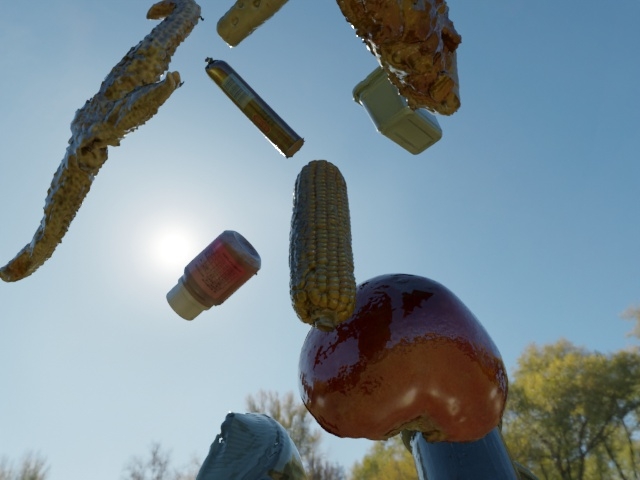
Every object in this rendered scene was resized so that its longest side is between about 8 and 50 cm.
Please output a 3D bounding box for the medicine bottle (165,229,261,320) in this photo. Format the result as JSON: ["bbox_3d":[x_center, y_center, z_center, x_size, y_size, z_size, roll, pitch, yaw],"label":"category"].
[{"bbox_3d":[-0.281,0.095,1.321,0.247,0.147,0.147,-41,-46,6],"label":"medicine bottle"}]

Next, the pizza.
[{"bbox_3d":[0.081,-0.272,0.533,0.086,0.226,0.335,-12,-63,27],"label":"pizza"}]

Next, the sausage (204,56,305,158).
[{"bbox_3d":[-0.197,-0.383,1.409,0.371,0.082,0.082,46,-44,5],"label":"sausage"}]

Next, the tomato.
[{"bbox_3d":[0.090,0.113,0.566,0.233,0.200,0.140,-1,-66,-6],"label":"tomato"}]

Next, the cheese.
[{"bbox_3d":[-0.119,-0.437,0.944,0.194,0.043,0.065,-29,-80,33],"label":"cheese"}]

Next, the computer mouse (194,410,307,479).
[{"bbox_3d":[-0.096,0.416,0.754,0.145,0.429,0.228,-1,-77,6],"label":"computer mouse"}]

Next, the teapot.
[{"bbox_3d":[0.286,0.448,0.845,0.270,0.337,0.200,16,-60,-13],"label":"teapot"}]

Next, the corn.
[{"bbox_3d":[0.000,0.000,0.522,0.068,0.207,0.068,-2,-37,-2],"label":"corn"}]

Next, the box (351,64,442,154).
[{"bbox_3d":[0.259,-0.401,1.598,0.175,0.182,0.312,-34,-27,26],"label":"box"}]

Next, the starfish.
[{"bbox_3d":[-0.325,-0.160,0.742,0.082,0.324,0.432,29,-57,-31],"label":"starfish"}]
